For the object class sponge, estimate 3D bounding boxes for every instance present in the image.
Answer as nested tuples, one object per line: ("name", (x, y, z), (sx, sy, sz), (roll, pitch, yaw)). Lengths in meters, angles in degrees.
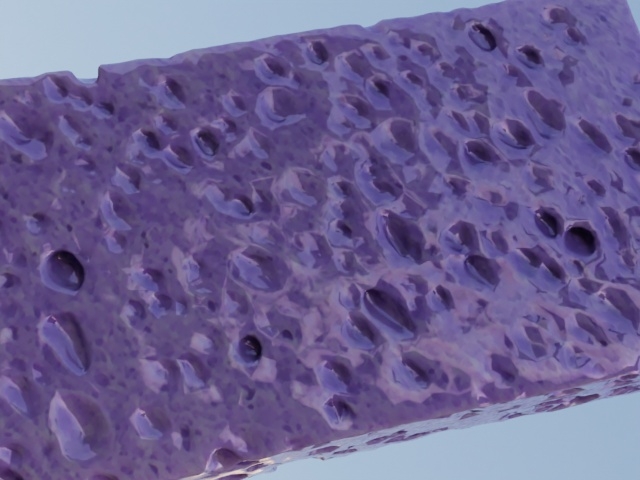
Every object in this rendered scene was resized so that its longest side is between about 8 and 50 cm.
("sponge", (0.000, 0.000, 0.385), (0.031, 0.210, 0.117), (108, -31, -65))
